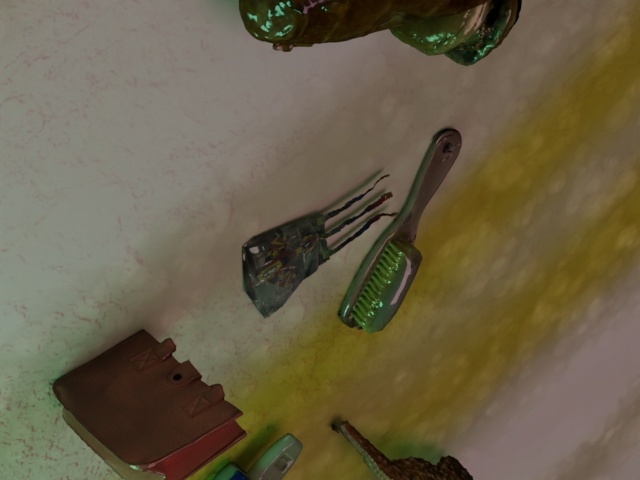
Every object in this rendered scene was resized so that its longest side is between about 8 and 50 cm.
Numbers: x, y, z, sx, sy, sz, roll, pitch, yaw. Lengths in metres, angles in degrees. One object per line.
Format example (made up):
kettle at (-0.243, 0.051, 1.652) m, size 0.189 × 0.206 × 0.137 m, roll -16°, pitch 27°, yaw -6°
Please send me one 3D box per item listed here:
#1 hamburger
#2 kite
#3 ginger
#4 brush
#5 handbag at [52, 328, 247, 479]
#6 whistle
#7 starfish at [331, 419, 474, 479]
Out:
hamburger at (0.163, -0.298, 1.869) m, size 0.131 × 0.159 × 0.185 m, roll 11°, pitch 131°, yaw -46°
kite at (-0.001, -0.001, 2.057) m, size 0.245 × 0.015 × 0.141 m, roll -32°, pitch 140°, yaw -18°
ginger at (0.091, -0.351, 1.735) m, size 0.418 × 0.254 × 0.176 m, roll -21°, pitch 166°, yaw -8°
brush at (0.126, -0.005, 2.147) m, size 0.072 × 0.067 × 0.313 m, roll 13°, pitch 108°, yaw -49°
handbag at (-0.203, 0.197, 1.851) m, size 0.157 × 0.212 × 0.059 m, roll -32°, pitch 133°, yaw -23°
whistle at (-0.113, 0.368, 2.179) m, size 0.244 × 0.092 × 0.110 m, roll -46°, pitch 132°, yaw -5°
starfish at (0.186, 0.441, 2.423) m, size 0.132 × 0.384 × 0.398 m, roll -23°, pitch 168°, yaw 15°
